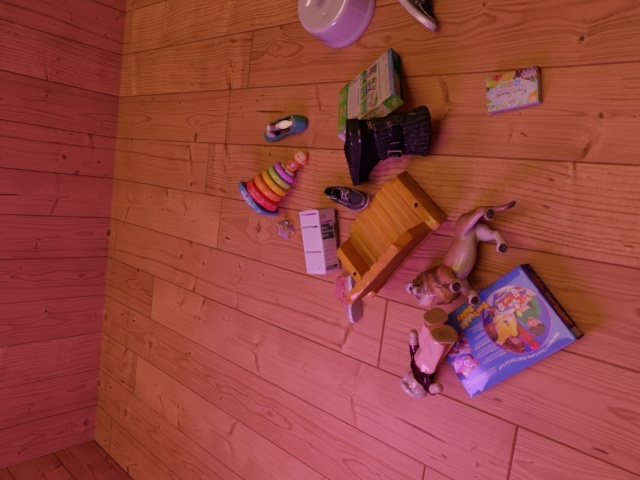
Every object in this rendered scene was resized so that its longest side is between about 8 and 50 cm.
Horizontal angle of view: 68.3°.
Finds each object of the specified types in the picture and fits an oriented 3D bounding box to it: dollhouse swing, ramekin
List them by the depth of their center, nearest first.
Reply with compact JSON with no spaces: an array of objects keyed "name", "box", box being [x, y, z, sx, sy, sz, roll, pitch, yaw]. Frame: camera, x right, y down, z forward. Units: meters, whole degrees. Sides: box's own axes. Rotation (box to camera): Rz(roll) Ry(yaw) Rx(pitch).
[{"name":"dollhouse swing","box":[0.164,-0.013,1.484,0.346,0.305,0.315,-52,59,29]},{"name":"ramekin","box":[0.047,-0.851,1.692,0.277,0.135,0.276,0,90,41]}]

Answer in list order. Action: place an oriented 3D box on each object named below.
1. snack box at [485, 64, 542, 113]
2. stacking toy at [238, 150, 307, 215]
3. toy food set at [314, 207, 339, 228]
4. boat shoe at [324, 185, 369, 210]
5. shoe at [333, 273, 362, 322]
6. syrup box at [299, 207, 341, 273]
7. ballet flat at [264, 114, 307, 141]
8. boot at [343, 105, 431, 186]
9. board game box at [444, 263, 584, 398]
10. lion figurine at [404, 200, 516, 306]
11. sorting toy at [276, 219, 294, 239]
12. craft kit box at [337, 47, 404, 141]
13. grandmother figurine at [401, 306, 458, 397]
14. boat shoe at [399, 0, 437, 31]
[{"name":"snack box","box":[0.542,-0.421,1.327,0.141,0.037,0.100,-3,89,41]},{"name":"stacking toy","box":[-0.164,-0.249,1.891,0.302,0.166,0.175,-41,73,17]},{"name":"toy food set","box":[0.016,-0.081,1.798,0.122,0.019,0.077,14,99,40]},{"name":"boat shoe","box":[0.089,-0.155,1.680,0.206,0.065,0.075,23,96,51]},{"name":"shoe","box":[0.097,0.210,1.705,0.081,0.064,0.177,-12,77,42]},{"name":"syrup box","box":[0.000,0.000,1.744,0.096,0.093,0.236,-2,97,41]},{"name":"ballet flat","box":[-0.165,-0.460,1.909,0.248,0.087,0.083,-5,87,41]},{"name":"boot","box":[0.216,-0.295,1.539,0.261,0.348,0.131,-10,73,-2]},{"name":"board game box","box":[0.507,0.259,1.335,0.347,0.078,0.233,-45,63,32]},{"name":"lion figurine","box":[0.410,0.041,1.384,0.392,0.142,0.240,-59,13,7]},{"name":"sorting toy","box":[-0.147,-0.047,1.903,0.045,0.075,0.083,-19,78,40]},{"name":"craft kit box","box":[0.162,-0.483,1.576,0.247,0.061,0.249,-27,44,36]},{"name":"grandmother figurine","box":[0.319,0.367,1.415,0.207,0.104,0.342,-95,9,-46]},{"name":"boat shoe","box":[0.315,-0.760,1.504,0.076,0.080,0.228,-48,54,32]}]
